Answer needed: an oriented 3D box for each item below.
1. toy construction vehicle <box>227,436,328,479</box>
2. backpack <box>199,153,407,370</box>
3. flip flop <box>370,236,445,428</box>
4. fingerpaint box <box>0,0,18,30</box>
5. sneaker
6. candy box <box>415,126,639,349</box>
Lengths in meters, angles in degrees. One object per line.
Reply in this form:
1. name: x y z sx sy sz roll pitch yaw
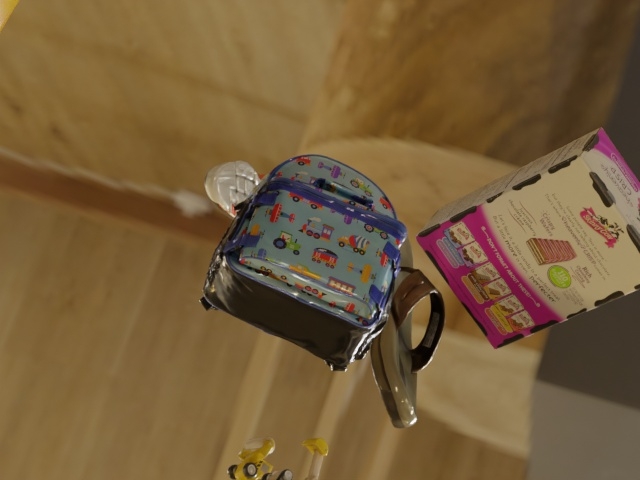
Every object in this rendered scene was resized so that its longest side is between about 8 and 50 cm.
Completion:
1. toy construction vehicle: -0.044 0.184 1.282 0.086 0.098 0.035 -18 119 44
2. backpack: 0.000 0.000 1.525 0.158 0.173 0.117 26 143 -1
3. flip flop: 0.101 0.092 1.992 0.080 0.277 0.112 -19 127 15
4. fingerpaint box: -0.436 -0.231 1.268 0.445 0.163 0.371 54 130 17
5. sneaker: -0.094 -0.048 1.825 0.065 0.061 0.158 6 175 20
6. candy box: 0.238 0.001 1.873 0.233 0.071 0.159 -26 104 40
